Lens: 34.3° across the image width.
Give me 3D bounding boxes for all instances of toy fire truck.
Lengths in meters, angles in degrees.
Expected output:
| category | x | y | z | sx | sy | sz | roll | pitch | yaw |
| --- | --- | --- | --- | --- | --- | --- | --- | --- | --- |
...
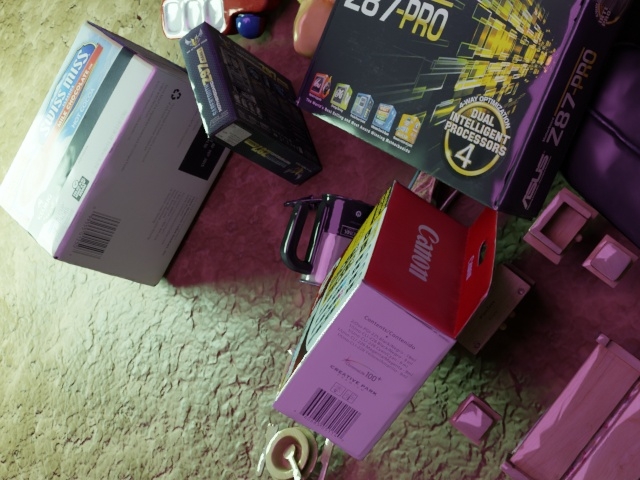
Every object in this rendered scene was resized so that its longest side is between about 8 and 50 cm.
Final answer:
| category | x | y | z | sx | sy | sz | roll | pitch | yaw |
| --- | --- | --- | --- | --- | --- | --- | --- | --- | --- |
| toy fire truck | -0.161 | -0.467 | 1.744 | 0.302 | 0.169 | 0.254 | 7 | 106 | 39 |

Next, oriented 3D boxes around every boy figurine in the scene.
| category | x | y | z | sx | sy | sz | roll | pitch | yaw |
| --- | --- | --- | --- | --- | --- | --- | --- | --- | --- |
| boy figurine | 0.028 | -0.413 | 1.592 | 0.177 | 0.092 | 0.285 | 6 | 78 | 34 |

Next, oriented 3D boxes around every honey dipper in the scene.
| category | x | y | z | sx | sy | sz | roll | pitch | yaw |
| --- | --- | --- | --- | --- | --- | --- | --- | --- | --- |
| honey dipper | -0.048 | 0.390 | 1.491 | 0.030 | 0.030 | 0.161 | 40 | 105 | 37 |

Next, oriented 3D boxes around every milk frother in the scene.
| category | x | y | z | sx | sy | sz | roll | pitch | yaw |
| --- | --- | --- | --- | --- | --- | --- | --- | --- | --- |
| milk frother | 0.000 | 0.000 | 1.528 | 0.143 | 0.129 | 0.135 | 174 | 112 | -81 |

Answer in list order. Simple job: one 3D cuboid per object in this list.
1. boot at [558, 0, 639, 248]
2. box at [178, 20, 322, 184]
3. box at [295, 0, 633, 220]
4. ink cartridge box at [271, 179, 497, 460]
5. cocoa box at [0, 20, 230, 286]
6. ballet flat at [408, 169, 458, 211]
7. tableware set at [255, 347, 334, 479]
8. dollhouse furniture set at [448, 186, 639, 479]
| category | x | y | z | sx | sy | sz | roll | pitch | yaw |
| --- | --- | --- | --- | --- | --- | --- | --- | --- | --- |
| boot | 0.428 | -0.173 | 1.194 | 0.367 | 0.146 | 0.445 | -58 | 48 | 23 |
| box | -0.103 | -0.202 | 1.560 | 0.059 | 0.232 | 0.183 | -30 | 62 | 21 |
| box | 0.168 | -0.246 | 1.306 | 0.395 | 0.097 | 0.318 | 35 | 105 | 43 |
| ink cartridge box | 0.090 | 0.061 | 1.267 | 0.130 | 0.309 | 0.272 | 32 | 116 | -5 |
| cocoa box | -0.330 | -0.141 | 1.719 | 0.228 | 0.231 | 0.347 | 36 | 100 | 39 |
| ballet flat | 0.171 | -0.104 | 1.441 | 0.067 | 0.073 | 0.206 | 23 | 96 | 12 |
| tableware set | -0.031 | 0.253 | 1.483 | 0.128 | 0.039 | 0.194 | 1 | 67 | 38 |
| dollhouse furniture set | 0.339 | 0.163 | 1.245 | 0.355 | 0.174 | 0.303 | 38 | 96 | 10 |
